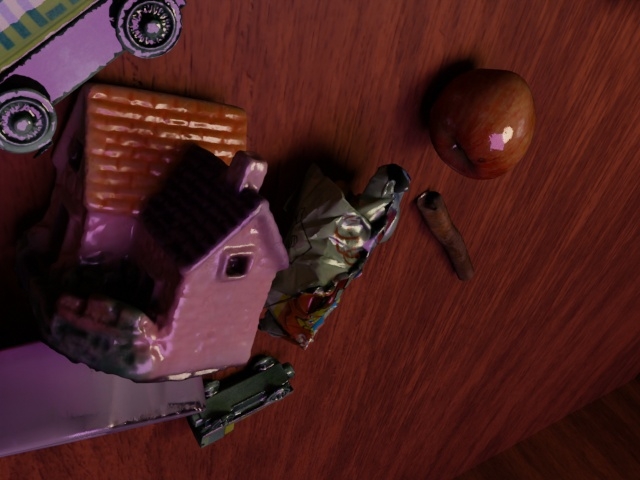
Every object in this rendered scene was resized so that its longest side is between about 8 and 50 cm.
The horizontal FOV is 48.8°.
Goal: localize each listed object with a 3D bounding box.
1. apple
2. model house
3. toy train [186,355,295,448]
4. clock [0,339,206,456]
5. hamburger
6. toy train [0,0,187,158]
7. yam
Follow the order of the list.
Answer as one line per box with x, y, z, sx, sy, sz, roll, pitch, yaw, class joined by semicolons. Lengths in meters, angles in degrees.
0.224;-0.163;0.966;0.131;0.146;0.146;-48;150;-15;apple
-0.167;-0.020;0.710;0.202;0.237;0.237;6;114;-38;model house
-0.140;0.281;1.253;0.200;0.083;0.132;-20;155;-24;toy train
-0.309;0.189;0.830;0.339;0.102;0.338;-13;167;-3;clock
-0.001;-0.005;0.931;0.276;0.150;0.260;-52;174;-15;hamburger
-0.229;-0.185;0.572;0.253;0.105;0.157;-36;133;0;toy train
0.234;0.002;1.273;0.045;0.045;0.327;-18;150;14;yam
